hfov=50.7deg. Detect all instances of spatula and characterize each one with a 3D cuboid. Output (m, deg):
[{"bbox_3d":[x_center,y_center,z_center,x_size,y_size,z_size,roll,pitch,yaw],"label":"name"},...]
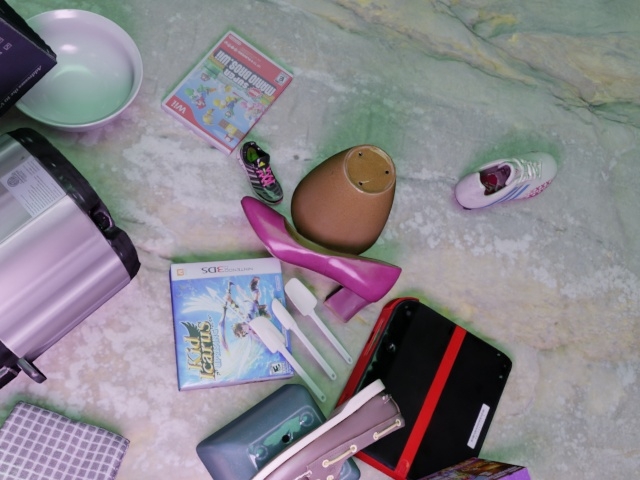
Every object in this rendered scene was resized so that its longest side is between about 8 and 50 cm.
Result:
[{"bbox_3d":[-0.029,0.218,1.472,0.242,0.019,0.168,51,49,-9],"label":"spatula"}]

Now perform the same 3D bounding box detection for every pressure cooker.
[{"bbox_3d":[-0.597,0.042,1.225,0.420,0.376,0.369,-43,45,-21],"label":"pressure cooker"}]

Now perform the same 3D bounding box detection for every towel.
[{"bbox_3d":[-0.503,0.455,1.215,0.235,0.121,0.284,22,47,-8],"label":"towel"}]

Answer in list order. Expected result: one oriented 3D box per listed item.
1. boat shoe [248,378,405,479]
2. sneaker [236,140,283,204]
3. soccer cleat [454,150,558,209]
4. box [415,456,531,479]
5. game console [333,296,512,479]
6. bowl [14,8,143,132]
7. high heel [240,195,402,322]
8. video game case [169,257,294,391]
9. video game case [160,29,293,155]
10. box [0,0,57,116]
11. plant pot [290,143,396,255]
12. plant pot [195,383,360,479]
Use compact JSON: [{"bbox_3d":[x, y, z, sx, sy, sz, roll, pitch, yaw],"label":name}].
[{"bbox_3d":[0.007,0.364,1.152,0.324,0.116,0.097,-31,78,-28],"label":"boat shoe"},{"bbox_3d":[-0.140,-0.164,1.591,0.063,0.075,0.170,-27,80,-22],"label":"sneaker"},{"bbox_3d":[0.500,-0.163,1.727,0.331,0.143,0.116,-21,78,-21],"label":"soccer cleat"},{"bbox_3d":[0.246,0.514,1.345,0.293,0.201,0.057,-13,83,-21],"label":"box"},{"bbox_3d":[0.234,0.352,1.530,0.342,0.060,0.387,33,67,-9],"label":"game console"},{"bbox_3d":[-0.552,-0.357,1.517,0.297,0.134,0.298,5,71,-14],"label":"bowl"},{"bbox_3d":[0.000,0.000,1.508,0.181,0.127,0.377,-43,102,13],"label":"high heel"},{"bbox_3d":[-0.195,0.177,1.465,0.244,0.061,0.270,-4,72,-16],"label":"video game case"},{"bbox_3d":[-0.226,-0.369,1.669,0.204,0.025,0.285,36,66,-1],"label":"video game case"},{"bbox_3d":[-0.809,-0.322,1.175,0.480,0.472,0.297,-44,85,-1],"label":"box"},{"bbox_3d":[0.075,-0.108,1.534,0.237,0.254,0.237,5,71,-14],"label":"plant pot"},{"bbox_3d":[-0.068,0.429,1.307,0.247,0.252,0.248,-31,81,-22],"label":"plant pot"}]
